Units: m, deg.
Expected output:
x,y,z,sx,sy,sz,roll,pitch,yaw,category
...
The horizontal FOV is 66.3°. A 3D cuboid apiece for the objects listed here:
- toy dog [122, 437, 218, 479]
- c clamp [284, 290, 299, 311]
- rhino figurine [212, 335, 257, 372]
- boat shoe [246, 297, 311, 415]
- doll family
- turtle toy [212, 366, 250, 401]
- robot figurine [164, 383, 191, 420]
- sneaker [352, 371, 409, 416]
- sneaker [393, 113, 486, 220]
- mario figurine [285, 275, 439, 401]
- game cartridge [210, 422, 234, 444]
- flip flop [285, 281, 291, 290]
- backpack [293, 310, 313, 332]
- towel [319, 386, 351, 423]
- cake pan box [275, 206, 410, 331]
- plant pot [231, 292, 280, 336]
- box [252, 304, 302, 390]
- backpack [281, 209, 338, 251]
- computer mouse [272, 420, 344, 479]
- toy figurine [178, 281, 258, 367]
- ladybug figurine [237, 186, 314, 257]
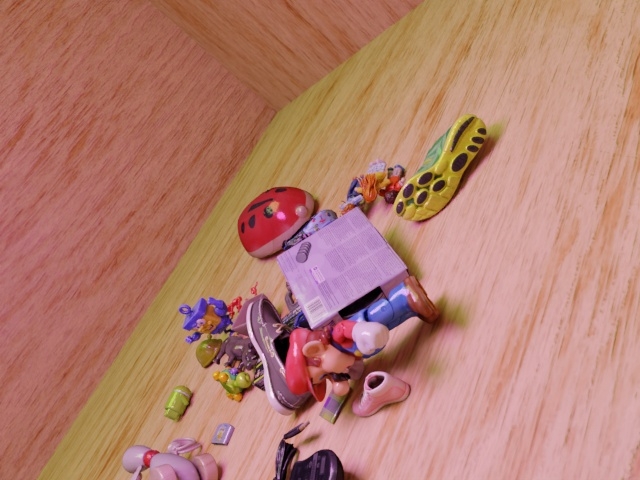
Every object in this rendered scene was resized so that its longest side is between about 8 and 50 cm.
x,y,z,sx,sy,sz,roll,pitch,yaw,category
-0.392,0.620,1.239,0.333,0.220,0.161,157,113,-63,toy dog
-0.065,0.144,1.494,0.137,0.022,0.161,-48,22,10,c clamp
-0.241,0.341,1.474,0.243,0.073,0.106,-10,50,57,rhino figurine
-0.096,0.257,1.175,0.091,0.109,0.305,-42,49,23,boat shoe
0.121,-0.139,1.428,0.263,0.118,0.163,-31,30,42,doll family
-0.242,0.398,1.383,0.066,0.095,0.130,-41,15,-31,turtle toy
-0.477,0.539,1.642,0.101,0.067,0.115,-44,20,51,robot figurine
0.093,0.282,0.910,0.134,0.070,0.051,-36,30,35,sneaker
0.292,-0.166,1.192,0.296,0.109,0.123,-52,-1,6,sneaker
0.080,0.211,0.922,0.320,0.198,0.170,-33,31,10,mario figurine
-0.263,0.521,1.319,0.083,0.017,0.056,-25,30,48,game cartridge
0.018,0.124,1.272,0.277,0.112,0.080,-10,88,42,flip flop
0.008,0.186,1.186,0.120,0.098,0.101,-37,23,34,backpack
0.032,0.337,1.026,0.083,0.009,0.060,-60,24,-16,towel
0.049,0.070,1.136,0.245,0.070,0.267,-34,44,0,cake pan box
-0.188,0.241,1.485,0.109,0.096,0.109,-28,29,46,plant pot
-0.098,0.283,1.321,0.190,0.045,0.184,-40,27,25,box
0.000,0.000,1.407,0.173,0.117,0.158,-47,-21,7,backpack
-0.017,0.427,0.926,0.262,0.060,0.184,-49,23,41,computer mouse
-0.385,0.259,1.646,0.362,0.217,0.191,-43,36,31,toy figurine
-0.191,-0.087,1.907,0.449,0.161,0.305,-19,39,54,ladybug figurine
